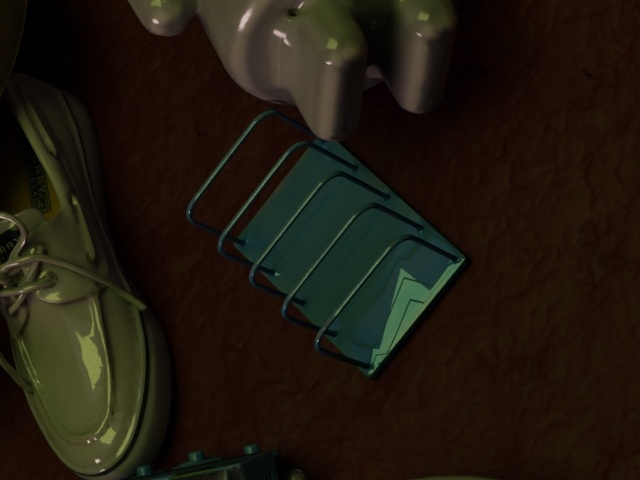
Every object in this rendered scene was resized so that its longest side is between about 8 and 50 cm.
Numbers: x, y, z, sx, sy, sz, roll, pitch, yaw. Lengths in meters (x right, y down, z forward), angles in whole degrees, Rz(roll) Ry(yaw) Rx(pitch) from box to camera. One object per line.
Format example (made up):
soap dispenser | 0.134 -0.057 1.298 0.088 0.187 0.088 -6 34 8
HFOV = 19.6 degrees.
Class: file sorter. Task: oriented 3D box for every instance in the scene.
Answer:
file sorter | 0.000 0.000 1.394 0.170 0.104 0.118 44 101 30

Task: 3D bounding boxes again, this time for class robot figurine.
robot figurine | -0.021 -0.245 1.408 0.300 0.200 0.353 -16 59 -18

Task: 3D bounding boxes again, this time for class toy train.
toy train | -0.101 0.201 1.391 0.184 0.105 0.080 -14 87 26

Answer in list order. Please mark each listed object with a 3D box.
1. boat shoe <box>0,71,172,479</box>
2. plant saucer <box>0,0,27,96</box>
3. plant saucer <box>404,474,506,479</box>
boat shoe | -0.230 0.016 1.488 0.136 0.156 0.367 -24 66 23
plant saucer | -0.370 -0.139 1.575 0.310 0.050 0.310 -26 49 34
plant saucer | 0.100 0.362 1.248 0.400 0.100 0.400 -8 74 28
